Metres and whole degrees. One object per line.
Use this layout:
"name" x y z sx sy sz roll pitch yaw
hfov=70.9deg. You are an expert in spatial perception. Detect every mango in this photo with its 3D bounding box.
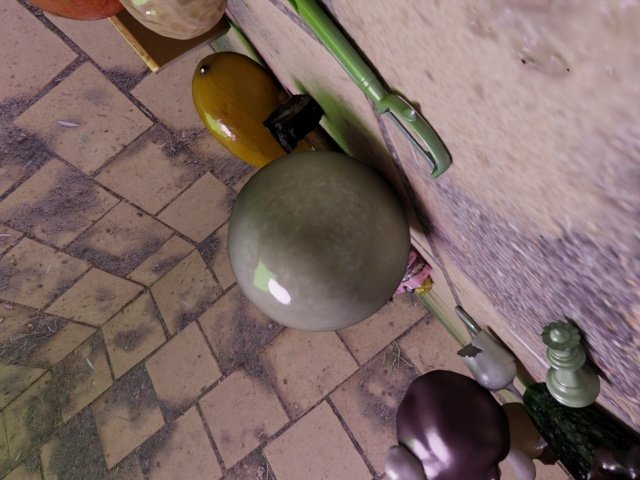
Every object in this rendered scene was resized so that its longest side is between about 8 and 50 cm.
"mango" -0.133 -0.250 0.944 0.331 0.142 0.195 41 -128 -44

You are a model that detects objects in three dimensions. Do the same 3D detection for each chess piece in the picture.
"chess piece" 0.204 0.100 0.371 0.093 0.042 0.042 55 179 -37

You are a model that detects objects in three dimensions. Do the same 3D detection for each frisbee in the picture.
"frisbee" 0.329 0.188 0.976 0.110 0.014 0.110 50 -177 -3

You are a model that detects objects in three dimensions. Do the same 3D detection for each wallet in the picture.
"wallet" 0.007 -0.176 0.874 0.243 0.039 0.133 54 -172 21

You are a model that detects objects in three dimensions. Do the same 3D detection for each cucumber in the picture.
"cucumber" 0.286 0.217 0.469 0.074 0.074 0.241 50 -175 -7

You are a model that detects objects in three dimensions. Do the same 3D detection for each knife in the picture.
"knife" 0.024 -0.131 0.326 0.212 0.015 0.054 50 -178 0

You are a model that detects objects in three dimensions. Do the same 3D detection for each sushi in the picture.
"sushi" -0.044 -0.190 0.703 0.056 0.083 0.085 48 -175 -30

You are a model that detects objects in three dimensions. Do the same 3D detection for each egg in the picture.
"egg" 0.000 0.000 0.651 0.258 0.258 0.352 50 -177 -3

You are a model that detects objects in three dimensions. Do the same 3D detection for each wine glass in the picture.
"wine glass" 0.324 0.247 0.769 0.195 0.079 0.079 50 -178 25

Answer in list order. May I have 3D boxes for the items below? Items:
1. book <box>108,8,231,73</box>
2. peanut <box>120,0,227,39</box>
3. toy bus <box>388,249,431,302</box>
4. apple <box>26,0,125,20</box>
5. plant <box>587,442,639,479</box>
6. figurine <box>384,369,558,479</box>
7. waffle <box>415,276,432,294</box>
"book" -0.339 -0.488 0.756 0.389 0.032 0.269 51 -142 -19
"peanut" -0.172 -0.297 0.398 0.136 0.120 0.298 26 172 22
"toy bus" 0.161 0.079 0.989 0.090 0.063 0.203 43 157 -2
"apple" -0.327 -0.409 0.540 0.253 0.253 0.253 50 -177 -3
"plant" 0.204 0.229 0.226 0.178 0.204 0.234 60 171 -9
"figurine" 0.301 0.375 0.882 0.365 0.206 0.218 25 -131 -36
"waffle" 0.181 0.028 1.122 0.253 0.056 0.249 47 -178 -31
